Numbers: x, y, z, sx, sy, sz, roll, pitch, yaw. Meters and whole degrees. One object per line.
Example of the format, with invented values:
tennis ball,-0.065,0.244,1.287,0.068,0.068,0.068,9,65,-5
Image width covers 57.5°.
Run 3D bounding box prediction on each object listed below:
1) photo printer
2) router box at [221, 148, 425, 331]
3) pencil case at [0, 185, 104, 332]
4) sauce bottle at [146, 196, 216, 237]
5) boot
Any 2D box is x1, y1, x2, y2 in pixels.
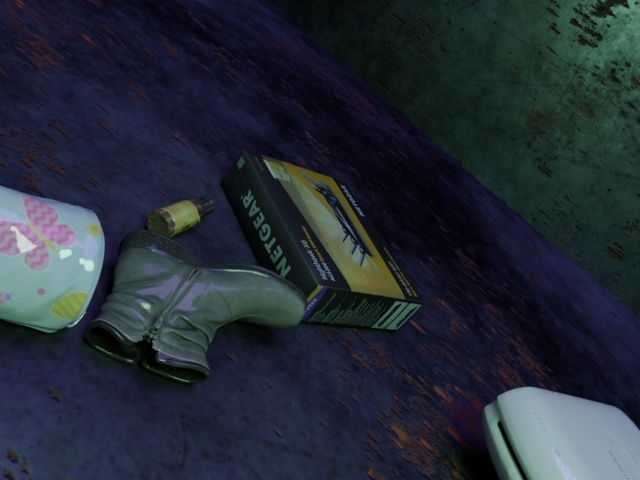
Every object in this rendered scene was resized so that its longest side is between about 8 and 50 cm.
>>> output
photo printer,0.358,0.324,0.766,0.307,0.107,0.256,20,32,-33
router box,0.000,0.000,0.954,0.243,0.081,0.309,12,37,-43
pencil case,-0.325,0.000,0.486,0.273,0.113,0.124,16,66,-39
sauce bottle,-0.188,-0.036,0.810,0.042,0.042,0.128,42,27,7
boot,-0.129,0.095,0.656,0.246,0.083,0.161,21,37,-22
